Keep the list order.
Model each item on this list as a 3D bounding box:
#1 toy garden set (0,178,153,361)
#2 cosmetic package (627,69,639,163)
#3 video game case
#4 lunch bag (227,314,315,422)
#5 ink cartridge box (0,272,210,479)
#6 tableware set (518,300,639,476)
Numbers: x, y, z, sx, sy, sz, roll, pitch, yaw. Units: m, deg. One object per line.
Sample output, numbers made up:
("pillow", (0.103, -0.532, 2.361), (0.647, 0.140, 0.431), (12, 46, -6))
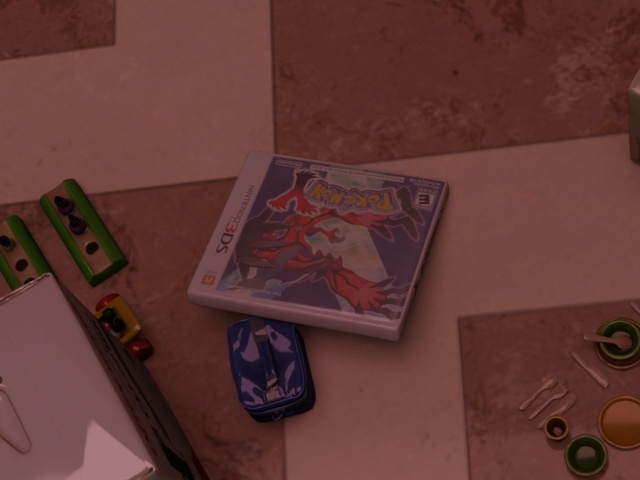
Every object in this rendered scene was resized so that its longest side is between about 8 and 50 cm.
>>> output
("toy garden set", (-0.295, 0.077, 1.504), (0.244, 0.049, 0.204), (-34, 66, -2))
("cosmetic package", (0.426, -0.075, 1.349), (0.309, 0.160, 0.113), (28, 78, 22))
("video game case", (0.000, 0.000, 1.454), (0.201, 0.023, 0.183), (10, 52, 15))
("lunch bag", (-0.046, 0.117, 1.425), (0.067, 0.065, 0.098), (-17, 66, 5))
("ink cartridge box", (-0.189, 0.171, 1.322), (0.114, 0.273, 0.197), (-32, 66, -1))
("tableware set", (0.257, 0.130, 1.379), (0.154, 0.024, 0.104), (-40, 67, -6))
